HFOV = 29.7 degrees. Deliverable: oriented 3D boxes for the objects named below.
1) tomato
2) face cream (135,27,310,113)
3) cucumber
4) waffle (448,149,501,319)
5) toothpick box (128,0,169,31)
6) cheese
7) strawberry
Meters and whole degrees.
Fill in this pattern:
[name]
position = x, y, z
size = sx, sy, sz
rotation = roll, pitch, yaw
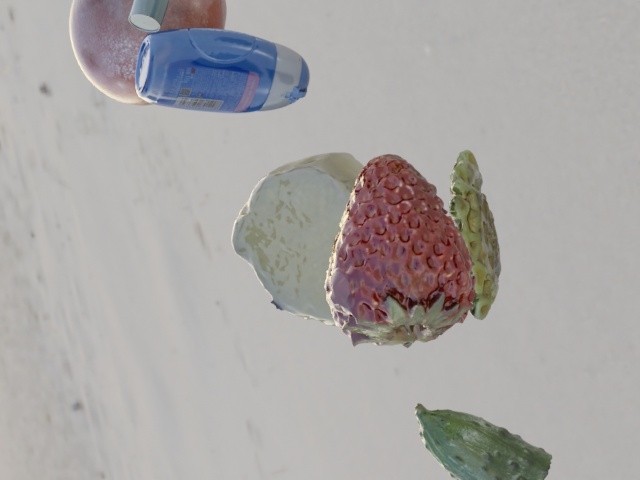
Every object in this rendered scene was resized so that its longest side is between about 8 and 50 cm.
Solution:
[tomato]
position = -0.294, -0.360, 2.000
size = 0.227, 0.270, 0.270
rotation = 34, -157, -43
[face cream]
position = -0.141, -0.253, 1.824
size = 0.149, 0.264, 0.083
rotation = 118, 147, -45
[cucumber]
position = 0.254, 0.348, 1.994
size = 0.244, 0.134, 0.134
rotation = 35, 164, 0
[waffle]
position = 0.224, -0.008, 1.721
size = 0.204, 0.054, 0.223
rotation = -72, -29, -66
[toothpick box]
position = -0.255, -0.363, 1.817
size = 0.052, 0.052, 0.083
rotation = 110, 174, -69
[cheese]
position = 0.000, 0.000, 2.142
size = 0.115, 0.326, 0.318
rotation = -30, -62, -57
[strawberry]
position = 0.098, 0.006, 1.546
size = 0.205, 0.205, 0.244
rotation = 105, 160, -66
